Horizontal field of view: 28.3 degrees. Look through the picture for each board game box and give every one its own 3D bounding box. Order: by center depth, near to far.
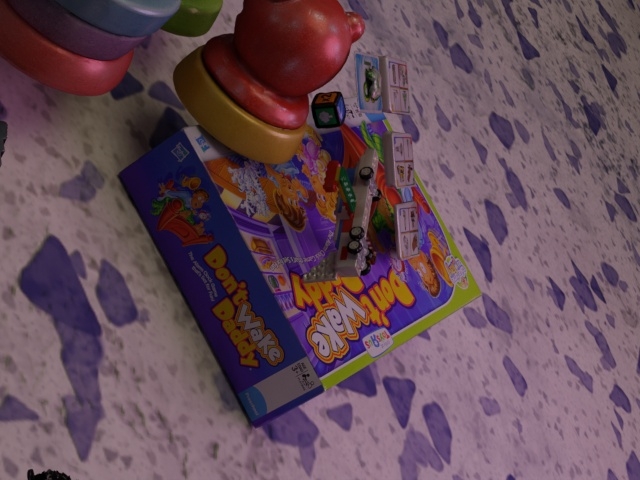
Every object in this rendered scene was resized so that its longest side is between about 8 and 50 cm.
[{"bbox_3d":[0.000,0.000,1.135,0.233,0.078,0.347,61,29,4],"label":"board game box"}]

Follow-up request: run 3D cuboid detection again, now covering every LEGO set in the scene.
[{"bbox_3d":[0.031,-0.065,1.064,0.244,0.060,0.183,-16,102,-73],"label":"LEGO set"}]

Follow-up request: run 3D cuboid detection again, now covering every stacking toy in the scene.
[{"bbox_3d":[-0.130,-0.221,0.996,0.309,0.130,0.279,15,37,-43],"label":"stacking toy"}]

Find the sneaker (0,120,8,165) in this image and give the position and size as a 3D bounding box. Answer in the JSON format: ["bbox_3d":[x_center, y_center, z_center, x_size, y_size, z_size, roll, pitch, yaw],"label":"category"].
[{"bbox_3d":[-0.272,0.031,0.690,0.131,0.112,0.319,24,40,-18],"label":"sneaker"}]

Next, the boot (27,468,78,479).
[{"bbox_3d":[-0.153,0.203,0.753,0.121,0.045,0.099,51,27,-15],"label":"boot"}]
